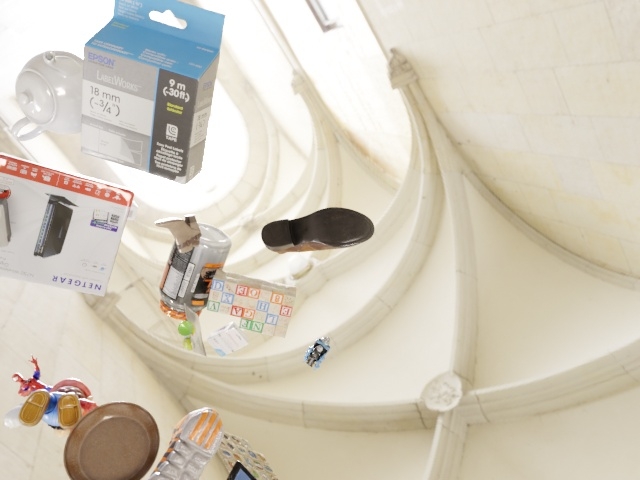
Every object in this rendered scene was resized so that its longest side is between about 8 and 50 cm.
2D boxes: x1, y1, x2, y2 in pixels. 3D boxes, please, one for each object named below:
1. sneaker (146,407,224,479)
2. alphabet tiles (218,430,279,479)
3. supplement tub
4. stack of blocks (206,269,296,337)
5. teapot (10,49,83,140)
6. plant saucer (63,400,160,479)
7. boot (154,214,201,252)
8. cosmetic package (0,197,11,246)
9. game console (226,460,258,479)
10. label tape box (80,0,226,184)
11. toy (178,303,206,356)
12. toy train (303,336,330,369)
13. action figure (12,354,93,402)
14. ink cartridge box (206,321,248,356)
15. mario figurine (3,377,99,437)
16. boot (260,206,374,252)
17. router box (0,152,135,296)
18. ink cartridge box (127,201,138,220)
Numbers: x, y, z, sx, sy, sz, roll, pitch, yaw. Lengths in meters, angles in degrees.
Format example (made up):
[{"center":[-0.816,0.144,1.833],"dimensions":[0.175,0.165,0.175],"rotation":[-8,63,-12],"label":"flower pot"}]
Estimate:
[{"center":[-0.341,0.551,1.211],"dimensions":[0.321,0.124,0.180],"rotation":[-54,-173,-20],"label":"sneaker"},{"center":[-0.243,0.797,1.772],"dimensions":[0.011,0.285,0.342],"rotation":[-50,-139,-3],"label":"alphabet tiles"},{"center":[-0.479,0.117,1.907],"dimensions":[0.207,0.207,0.338],"rotation":[-112,-138,-66],"label":"supplement tub"},{"center":[-0.250,0.228,1.829],"dimensions":[0.087,0.297,0.171],"rotation":[-93,-162,-70],"label":"stack of blocks"},{"center":[-0.764,-0.407,1.434],"dimensions":[0.252,0.256,0.187],"rotation":[9,-153,22],"label":"teapot"},{"center":[-0.458,0.459,1.124],"dimensions":[0.199,0.198,0.036],"rotation":[-54,168,-37],"label":"plant saucer"},{"center":[-0.338,-0.013,1.221],"dimensions":[0.118,0.087,0.042],"rotation":[-14,-160,-41],"label":"boot"},{"center":[-0.821,-0.033,1.114],"dimensions":[0.237,0.107,0.127],"rotation":[-10,-163,-28],"label":"cosmetic package"},{"center":[-0.241,0.683,1.375],"dimensions":[0.144,0.085,0.124],"rotation":[20,-101,48],"label":"game console"},{"center":[-0.344,-0.310,1.021],"dimensions":[0.106,0.240,0.334],"rotation":[-65,172,-63],"label":"label tape box"},{"center":[-0.387,0.275,1.497],"dimensions":[0.056,0.137,0.237],"rotation":[-12,164,-11],"label":"toy"},{"center":[-0.009,0.454,2.069],"dimensions":[0.105,0.080,0.184],"rotation":[-49,169,-34],"label":"toy train"},{"center":[-0.883,0.479,1.646],"dimensions":[0.091,0.280,0.139],"rotation":[-60,169,-49],"label":"action figure"},{"center":[-0.382,0.414,2.153],"dimensions":[0.180,0.104,0.060],"rotation":[-28,-162,32],"label":"ink cartridge box"},{"center":[-0.662,0.458,1.301],"dimensions":[0.170,0.198,0.320],"rotation":[-46,180,-22],"label":"mario figurine"},{"center":[0.000,0.000,1.262],"dimensions":[0.264,0.096,0.280],"rotation":[-13,171,3],"label":"boot"},{"center":[-0.700,-0.036,1.337],"dimensions":[0.082,0.335,0.301],"rotation":[24,-82,65],"label":"router box"},{"center":[-0.689,-0.140,1.561],"dimensions":[0.224,0.181,0.056],"rotation":[40,-68,41],"label":"ink cartridge box"}]
